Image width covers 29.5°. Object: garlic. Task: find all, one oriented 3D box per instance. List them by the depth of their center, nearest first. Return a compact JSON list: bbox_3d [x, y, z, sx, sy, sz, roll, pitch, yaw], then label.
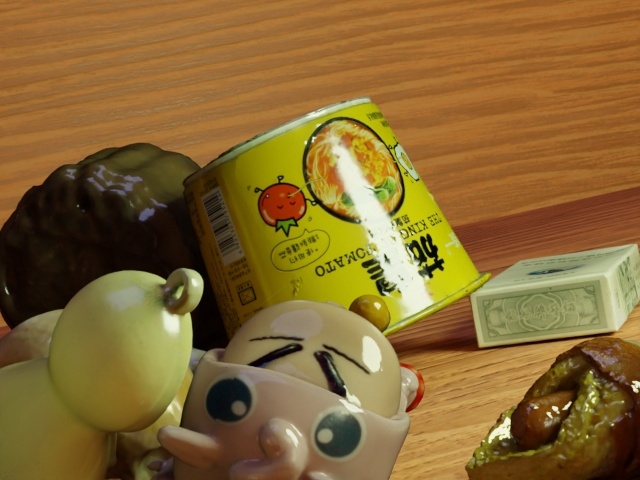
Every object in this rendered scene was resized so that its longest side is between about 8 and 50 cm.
[{"bbox_3d":[-0.202,0.140,0.982,0.245,0.164,0.145,-17,-16,38],"label":"garlic"}]

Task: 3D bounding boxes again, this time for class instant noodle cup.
[{"bbox_3d":[0.000,0.000,1.410,0.325,0.254,0.325,-25,-2,-1],"label":"instant noodle cup"}]

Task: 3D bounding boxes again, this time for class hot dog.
[{"bbox_3d":[0.217,0.114,0.867,0.261,0.093,0.123,-13,5,-25],"label":"hot dog"}]

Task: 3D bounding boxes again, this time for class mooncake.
[{"bbox_3d":[-0.255,0.042,1.560,0.324,0.324,0.187,-9,7,27],"label":"mooncake"}]

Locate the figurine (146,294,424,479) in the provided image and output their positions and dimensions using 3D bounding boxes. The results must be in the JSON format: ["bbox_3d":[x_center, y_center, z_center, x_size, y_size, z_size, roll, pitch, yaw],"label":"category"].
[{"bbox_3d":[-0.016,0.123,0.874,0.176,0.186,0.287,10,-5,16],"label":"figurine"}]

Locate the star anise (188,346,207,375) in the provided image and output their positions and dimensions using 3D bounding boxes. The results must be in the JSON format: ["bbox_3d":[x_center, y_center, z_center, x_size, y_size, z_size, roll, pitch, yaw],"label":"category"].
[{"bbox_3d":[-0.185,0.161,1.216,0.359,0.139,0.316,5,2,-37],"label":"star anise"}]

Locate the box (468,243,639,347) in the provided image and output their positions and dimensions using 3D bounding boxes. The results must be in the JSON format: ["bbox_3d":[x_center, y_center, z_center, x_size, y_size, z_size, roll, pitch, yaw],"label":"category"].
[{"bbox_3d":[0.296,0.065,1.485,0.164,0.069,0.256,-10,4,23],"label":"box"}]

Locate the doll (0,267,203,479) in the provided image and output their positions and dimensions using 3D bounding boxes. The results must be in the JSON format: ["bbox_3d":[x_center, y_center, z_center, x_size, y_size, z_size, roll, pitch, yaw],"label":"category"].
[{"bbox_3d":[-0.172,0.123,0.823,0.296,0.141,0.117,-40,-46,19],"label":"doll"}]
